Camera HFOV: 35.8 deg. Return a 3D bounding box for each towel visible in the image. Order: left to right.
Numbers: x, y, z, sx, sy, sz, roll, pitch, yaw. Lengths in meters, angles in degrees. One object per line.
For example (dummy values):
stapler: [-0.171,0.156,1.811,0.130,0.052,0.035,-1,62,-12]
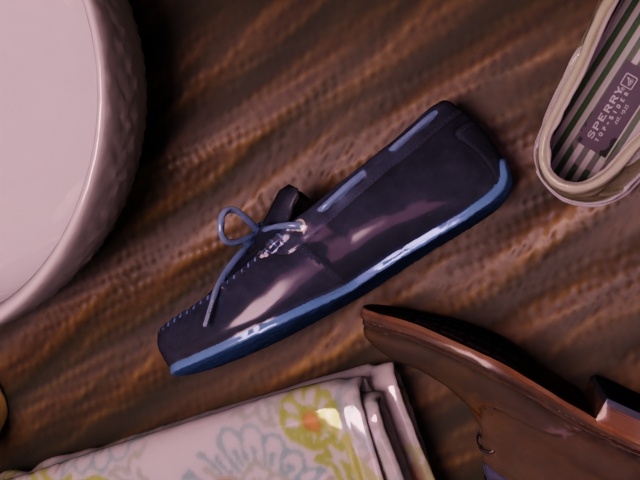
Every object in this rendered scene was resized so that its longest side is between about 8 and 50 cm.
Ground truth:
towel: [-0.064,0.283,0.716,0.375,0.090,0.320,-20,88,18]

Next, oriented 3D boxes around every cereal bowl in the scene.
cereal bowl: [-0.267,-0.100,0.695,0.339,0.141,0.338,2,97,15]

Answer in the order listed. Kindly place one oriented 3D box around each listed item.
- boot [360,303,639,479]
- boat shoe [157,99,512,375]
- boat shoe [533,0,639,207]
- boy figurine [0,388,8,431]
boot: [0.113,0.122,0.644,0.219,0.082,0.106,23,100,11]
boat shoe: [0.000,0.000,0.665,0.258,0.109,0.089,-30,81,1]
boat shoe: [0.221,-0.149,0.571,0.109,0.094,0.302,28,104,11]
boy figurine: [-0.377,0.096,0.779,0.285,0.092,0.177,17,101,13]
